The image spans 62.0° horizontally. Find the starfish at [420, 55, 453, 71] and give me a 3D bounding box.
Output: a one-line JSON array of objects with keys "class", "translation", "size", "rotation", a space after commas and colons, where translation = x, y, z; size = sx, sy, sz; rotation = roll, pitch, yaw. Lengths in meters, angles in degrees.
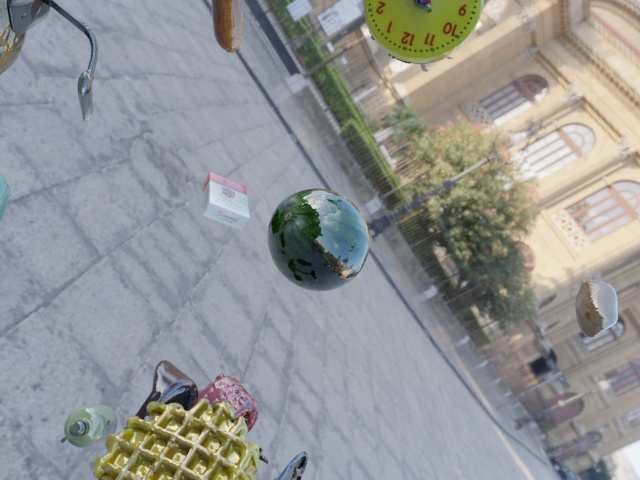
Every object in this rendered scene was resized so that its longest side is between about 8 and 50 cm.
[{"class": "starfish", "translation": [0.323, -0.597, 1.487], "size": [0.050, 0.138, 0.247], "rotation": [22, -66, 45]}]

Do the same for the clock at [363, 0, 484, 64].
[{"class": "clock", "translation": [0.240, -0.565, 1.242], "size": [0.071, 0.277, 0.293], "rotation": [-26, 128, -82]}]

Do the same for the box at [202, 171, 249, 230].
[{"class": "box", "translation": [-0.223, -0.094, 1.253], "size": [0.100, 0.048, 0.152], "rotation": [23, 29, -25]}]

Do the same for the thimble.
[{"class": "thimble", "translation": [-0.257, 0.448, 1.348], "size": [0.125, 0.189, 0.163], "rotation": [41, -11, 30]}]

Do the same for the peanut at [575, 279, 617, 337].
[{"class": "peanut", "translation": [0.552, 0.137, 1.068], "size": [0.076, 0.076, 0.152], "rotation": [56, 39, -21]}]

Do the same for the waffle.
[{"class": "waffle", "translation": [-0.235, 0.408, 0.890], "size": [0.329, 0.330, 0.062], "rotation": [-111, -159, -44]}]

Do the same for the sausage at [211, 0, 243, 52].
[{"class": "sausage", "translation": [-0.266, -0.656, 1.518], "size": [0.098, 0.098, 0.238], "rotation": [-109, -164, -49]}]

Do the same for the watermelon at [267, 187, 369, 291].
[{"class": "watermelon", "translation": [-0.003, -0.002, 1.231], "size": [0.242, 0.242, 0.242], "rotation": [57, 10, -16]}]

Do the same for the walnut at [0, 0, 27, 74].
[{"class": "walnut", "translation": [-0.924, -0.552, 1.354], "size": [0.332, 0.333, 0.333], "rotation": [57, 10, -16]}]

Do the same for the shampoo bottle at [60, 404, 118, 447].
[{"class": "shampoo bottle", "translation": [-0.467, 0.374, 1.075], "size": [0.079, 0.079, 0.162], "rotation": [62, -14, 11]}]

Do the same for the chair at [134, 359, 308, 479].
[{"class": "chair", "translation": [-0.249, 0.446, 1.137], "size": [0.401, 0.226, 0.226], "rotation": [27, -2, 21]}]

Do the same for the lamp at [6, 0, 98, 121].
[{"class": "lamp", "translation": [-0.592, -0.429, 1.235], "size": [0.283, 0.124, 0.203], "rotation": [51, -31, 0]}]

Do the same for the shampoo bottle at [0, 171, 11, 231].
[{"class": "shampoo bottle", "translation": [-0.760, -0.003, 1.111], "size": [0.151, 0.222, 0.349], "rotation": [18, 71, -35]}]
